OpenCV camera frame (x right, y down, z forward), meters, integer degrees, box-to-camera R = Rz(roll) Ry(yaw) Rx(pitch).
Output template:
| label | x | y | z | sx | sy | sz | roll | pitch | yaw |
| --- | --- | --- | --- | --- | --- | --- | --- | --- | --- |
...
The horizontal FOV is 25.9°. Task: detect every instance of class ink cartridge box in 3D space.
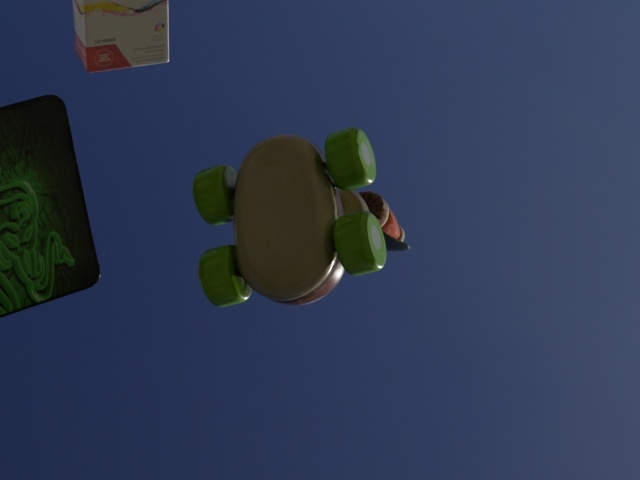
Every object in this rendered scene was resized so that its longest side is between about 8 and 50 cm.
| label | x | y | z | sx | sy | sz | roll | pitch | yaw |
| --- | --- | --- | --- | --- | --- | --- | --- | --- | --- |
| ink cartridge box | -0.261 | -0.326 | 1.814 | 0.115 | 0.198 | 0.067 | -11 | -143 | -20 |

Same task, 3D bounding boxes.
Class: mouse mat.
| label | x | y | z | sx | sy | sz | roll | pitch | yaw |
| --- | --- | --- | --- | --- | --- | --- | --- | --- | --- |
| mouse mat | -0.277 | -0.022 | 1.213 | 0.152 | 0.190 | 0.007 | -19 | -152 | -23 |

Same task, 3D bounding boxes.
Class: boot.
| label | x | y | z | sx | sy | sz | roll | pitch | yaw |
| --- | --- | --- | --- | --- | --- | --- | --- | --- | --- |
| boot | 0.017 | -0.011 | 1.577 | 0.084 | 0.157 | 0.059 | 39 | -126 | -54 |

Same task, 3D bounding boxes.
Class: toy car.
| label | x | y | z | sx | sy | sz | roll | pitch | yaw |
| --- | --- | --- | --- | --- | --- | --- | --- | --- | --- |
| toy car | 0.000 | 0.000 | 1.238 | 0.188 | 0.155 | 0.149 | 35 | -135 | -60 |
